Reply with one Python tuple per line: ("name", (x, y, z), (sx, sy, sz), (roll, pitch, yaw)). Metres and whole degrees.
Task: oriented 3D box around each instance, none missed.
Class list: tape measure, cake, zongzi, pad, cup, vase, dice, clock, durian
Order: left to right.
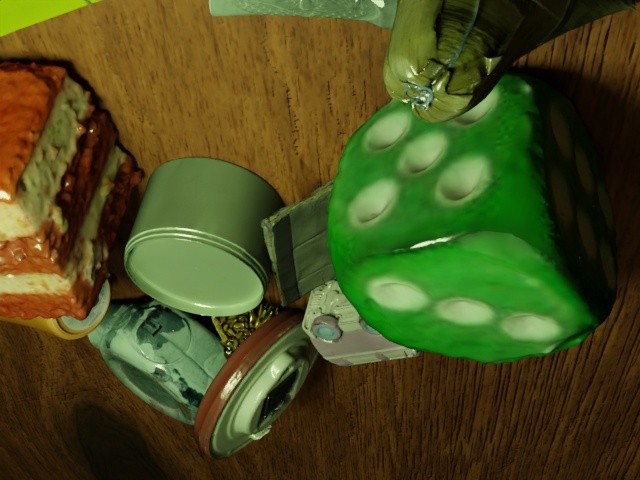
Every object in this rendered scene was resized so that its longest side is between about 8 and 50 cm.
("cake", (-0.449, -0.069, 1.504), (0.270, 0.269, 0.319), (1, 146, 17))
("cup", (-0.460, 0.061, 1.741), (0.264, 0.182, 0.226), (18, -161, 35))
("tape measure", (-0.282, 0.213, 1.938), (0.256, 0.147, 0.275), (4, 141, 51))
("durian", (-0.122, 0.175, 1.879), (0.144, 0.139, 0.252), (2, 162, 4))
("clock", (-0.095, 0.258, 1.859), (0.080, 0.318, 0.318), (38, 152, 20))
("vase", (-0.013, -0.293, 1.208), (0.219, 0.096, 0.096), (7, 146, 1))
("pad", (0.000, 0.000, 1.604), (0.174, 0.022, 0.233), (-31, 147, -14))
("dice", (0.204, -0.024, 1.355), (0.300, 0.287, 0.297), (-13, 139, 33))
("zongzi", (0.208, -0.213, 1.116), (0.274, 0.251, 0.125), (22, 160, -18))

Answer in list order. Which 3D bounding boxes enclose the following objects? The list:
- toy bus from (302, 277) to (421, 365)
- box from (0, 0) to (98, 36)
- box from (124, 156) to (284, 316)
("toy bus", (0.089, 0.118, 1.734), (0.202, 0.142, 0.142), (-12, 134, 33))
("box", (-0.350, -0.344, 1.227), (0.335, 0.047, 0.187), (-7, 140, 38))
("box", (-0.179, -0.001, 1.630), (0.226, 0.149, 0.226), (9, 147, 6))
